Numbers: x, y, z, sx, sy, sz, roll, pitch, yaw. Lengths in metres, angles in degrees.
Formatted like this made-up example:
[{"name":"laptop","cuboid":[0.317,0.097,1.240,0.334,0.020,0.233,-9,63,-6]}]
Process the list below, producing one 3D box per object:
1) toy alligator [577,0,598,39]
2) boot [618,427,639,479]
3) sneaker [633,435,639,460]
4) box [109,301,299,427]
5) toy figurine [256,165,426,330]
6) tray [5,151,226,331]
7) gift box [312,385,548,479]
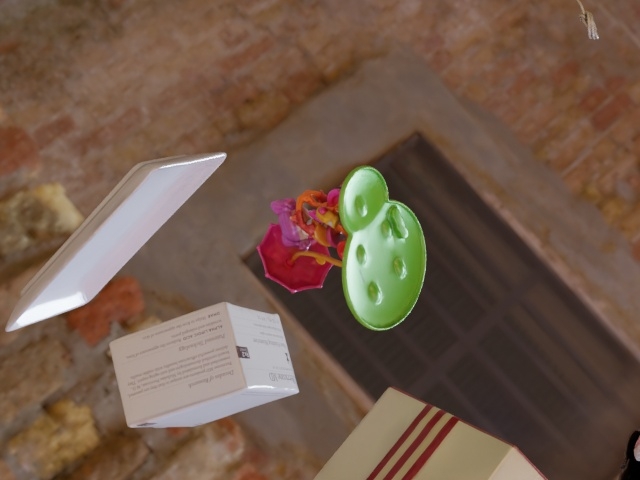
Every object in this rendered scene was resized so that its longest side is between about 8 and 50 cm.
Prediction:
[{"name":"toy alligator","cuboid":[0.221,-0.280,1.179,0.051,0.189,0.056,-16,180,19]},{"name":"boot","cuboid":[0.476,0.318,1.613,0.090,0.207,0.248,-19,-151,34]},{"name":"sneaker","cuboid":[0.382,0.186,1.313,0.051,0.070,0.134,8,142,-18]},{"name":"box","cuboid":[-0.152,0.170,1.611,0.182,0.119,0.181,-20,166,17]},{"name":"toy figurine","cuboid":[0.000,0.000,1.229,0.159,0.173,0.130,6,-141,40]},{"name":"tray","cuboid":[-0.222,-0.007,1.279,0.270,0.030,0.145,-43,169,26]},{"name":"gift box","cuboid":[0.106,0.321,1.139,0.258,0.255,0.276,-49,-159,-11]}]
